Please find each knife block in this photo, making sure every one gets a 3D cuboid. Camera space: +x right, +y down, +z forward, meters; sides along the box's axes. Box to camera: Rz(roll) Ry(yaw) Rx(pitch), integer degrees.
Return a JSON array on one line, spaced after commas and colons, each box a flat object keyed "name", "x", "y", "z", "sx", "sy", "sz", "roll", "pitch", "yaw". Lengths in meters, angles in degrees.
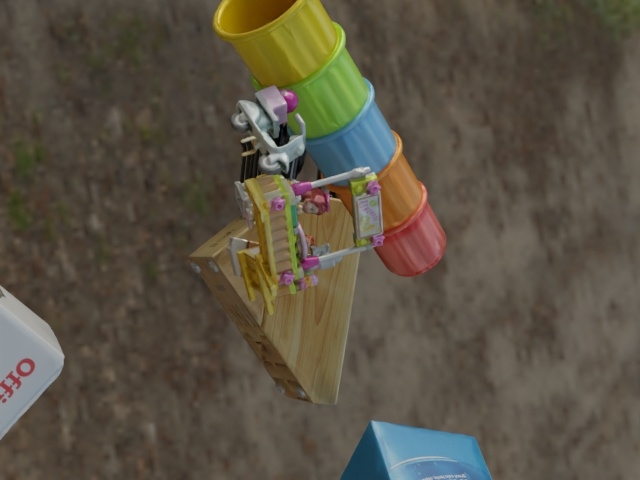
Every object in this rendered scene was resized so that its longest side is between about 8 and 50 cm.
[{"name": "knife block", "x": 0.000, "y": 0.000, "z": 1.772, "sx": 0.275, "sy": 0.242, "sz": 0.088, "roll": 56, "pitch": -17, "yaw": -12}]

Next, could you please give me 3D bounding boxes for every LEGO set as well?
[{"name": "LEGO set", "x": -0.013, "y": -0.012, "z": 1.470, "sx": 0.287, "sy": 0.107, "sz": 0.132, "roll": 95, "pitch": -24, "yaw": -62}]

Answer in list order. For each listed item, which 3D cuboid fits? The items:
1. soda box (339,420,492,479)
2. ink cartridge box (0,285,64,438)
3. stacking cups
[{"name": "soda box", "x": 0.064, "y": 0.189, "z": 0.843, "sx": 0.210, "sy": 0.067, "sz": 0.071, "roll": -110, "pitch": -142, "yaw": -50}, {"name": "ink cartridge box", "x": -0.353, "y": 0.075, "z": 1.373, "sx": 0.237, "sy": 0.172, "sz": 0.100, "roll": 43, "pitch": 0, "yaw": -22}, {"name": "stacking cups", "x": 0.022, "y": -0.089, "z": 1.478, "sx": 0.316, "sy": 0.096, "sz": 0.096, "roll": 57, "pitch": 27, "yaw": -34}]
